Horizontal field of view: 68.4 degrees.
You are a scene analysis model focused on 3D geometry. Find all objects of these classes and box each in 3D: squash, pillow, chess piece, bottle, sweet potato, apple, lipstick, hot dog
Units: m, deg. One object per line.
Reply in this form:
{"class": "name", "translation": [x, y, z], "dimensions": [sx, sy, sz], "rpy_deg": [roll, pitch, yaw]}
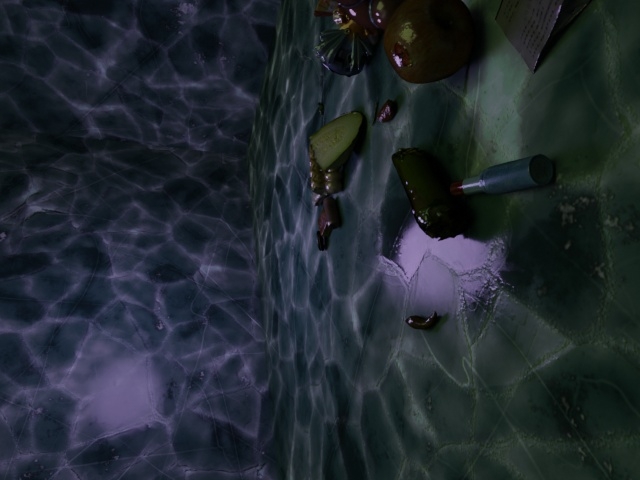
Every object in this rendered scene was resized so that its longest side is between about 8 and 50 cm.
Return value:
{"class": "squash", "translation": [0.061, -0.402, 1.785], "dimensions": [0.155, 0.204, 0.236], "rpy_deg": [80, 174, -49]}
{"class": "pillow", "translation": [-0.005, -0.281, 2.115], "dimensions": [0.148, 0.050, 0.229], "rpy_deg": [142, 128, -57]}
{"class": "chess piece", "translation": [0.051, -0.273, 1.892], "dimensions": [0.094, 0.094, 0.170], "rpy_deg": [-173, 82, -71]}
{"class": "bottle", "translation": [0.045, -0.114, 1.929], "dimensions": [0.053, 0.053, 0.140], "rpy_deg": [116, 151, -49]}
{"class": "sweet potato", "translation": [0.267, 0.217, 1.257], "dimensions": [0.041, 0.038, 0.153], "rpy_deg": [67, 155, 5]}
{"class": "apple", "translation": [0.260, -0.484, 1.136], "dimensions": [0.188, 0.211, 0.210], "rpy_deg": [151, 120, -66]}
{"class": "lipstick", "translation": [0.360, -0.124, 0.991], "dimensions": [0.274, 0.068, 0.061], "rpy_deg": [174, 95, -71]}
{"class": "hot dog", "translation": [0.214, -0.416, 1.514], "dimensions": [0.083, 0.035, 0.058], "rpy_deg": [131, 139, -61]}

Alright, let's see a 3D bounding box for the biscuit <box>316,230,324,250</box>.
{"class": "biscuit", "translation": [0.000, 0.000, 2.056], "dimensions": [0.089, 0.027, 0.087], "rpy_deg": [-84, -15, -64]}

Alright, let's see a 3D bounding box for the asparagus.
{"class": "asparagus", "translation": [0.261, -0.153, 1.217], "dimensions": [0.108, 0.128, 0.381], "rpy_deg": [-35, 44, 22]}

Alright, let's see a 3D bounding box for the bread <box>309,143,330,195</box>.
{"class": "bread", "translation": [0.004, -0.322, 2.008], "dimensions": [0.087, 0.098, 0.269], "rpy_deg": [76, -171, -69]}

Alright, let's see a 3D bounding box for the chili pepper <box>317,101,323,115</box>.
{"class": "chili pepper", "translation": [0.002, -0.614, 2.190], "dimensions": [0.027, 0.022, 0.083], "rpy_deg": [-31, 49, 27]}

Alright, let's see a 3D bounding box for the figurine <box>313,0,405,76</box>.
{"class": "figurine", "translation": [0.118, -0.728, 1.547], "dimensions": [0.388, 0.277, 0.248], "rpy_deg": [-48, 19, 58]}

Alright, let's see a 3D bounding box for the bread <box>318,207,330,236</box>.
{"class": "bread", "translation": [0.022, -0.077, 2.019], "dimensions": [0.094, 0.035, 0.090], "rpy_deg": [-106, 27, -45]}

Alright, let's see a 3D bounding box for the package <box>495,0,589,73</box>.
{"class": "package", "translation": [0.421, -0.482, 0.890], "dimensions": [0.250, 0.062, 0.203], "rpy_deg": [112, 155, -52]}

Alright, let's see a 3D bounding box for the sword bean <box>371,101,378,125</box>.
{"class": "sword bean", "translation": [0.188, -0.438, 1.632], "dimensions": [0.012, 0.012, 0.083], "rpy_deg": [-132, 49, -64]}
